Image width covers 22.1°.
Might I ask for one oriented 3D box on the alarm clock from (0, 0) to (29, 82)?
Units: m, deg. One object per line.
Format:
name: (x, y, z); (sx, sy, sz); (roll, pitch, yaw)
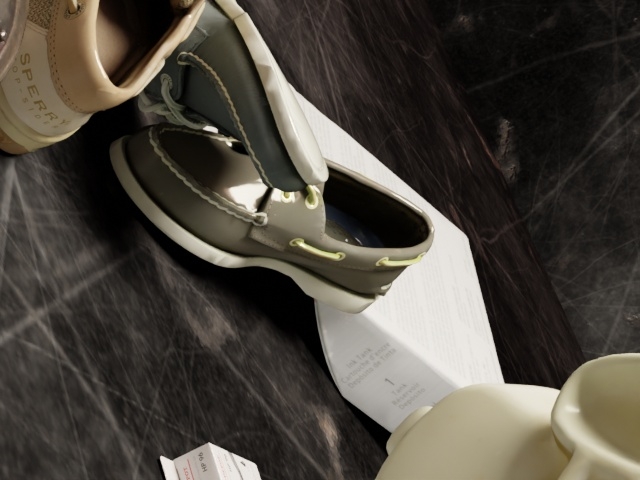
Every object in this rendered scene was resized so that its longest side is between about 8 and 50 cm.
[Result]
alarm clock: (-0.196, -0.141, 0.811); (0.129, 0.064, 0.192); (40, 60, -49)

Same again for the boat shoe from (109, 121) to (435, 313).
boat shoe: (-0.030, -0.030, 1.238); (0.305, 0.091, 0.109); (24, 38, -47)

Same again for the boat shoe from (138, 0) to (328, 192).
boat shoe: (-0.081, -0.111, 1.160); (0.116, 0.099, 0.319); (63, -3, -36)

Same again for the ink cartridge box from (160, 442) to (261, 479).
ink cartridge box: (-0.062, 0.154, 0.998); (0.083, 0.028, 0.048); (37, 28, -60)

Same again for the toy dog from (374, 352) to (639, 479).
toy dog: (0.220, 0.302, 1.140); (0.408, 0.284, 0.395); (46, -19, -25)

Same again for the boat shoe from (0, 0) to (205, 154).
boat shoe: (-0.108, -0.182, 1.056); (0.122, 0.110, 0.341); (56, 38, -32)

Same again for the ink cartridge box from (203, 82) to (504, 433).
ink cartridge box: (0.000, 0.000, 1.492); (0.385, 0.091, 0.308); (37, 24, -25)
